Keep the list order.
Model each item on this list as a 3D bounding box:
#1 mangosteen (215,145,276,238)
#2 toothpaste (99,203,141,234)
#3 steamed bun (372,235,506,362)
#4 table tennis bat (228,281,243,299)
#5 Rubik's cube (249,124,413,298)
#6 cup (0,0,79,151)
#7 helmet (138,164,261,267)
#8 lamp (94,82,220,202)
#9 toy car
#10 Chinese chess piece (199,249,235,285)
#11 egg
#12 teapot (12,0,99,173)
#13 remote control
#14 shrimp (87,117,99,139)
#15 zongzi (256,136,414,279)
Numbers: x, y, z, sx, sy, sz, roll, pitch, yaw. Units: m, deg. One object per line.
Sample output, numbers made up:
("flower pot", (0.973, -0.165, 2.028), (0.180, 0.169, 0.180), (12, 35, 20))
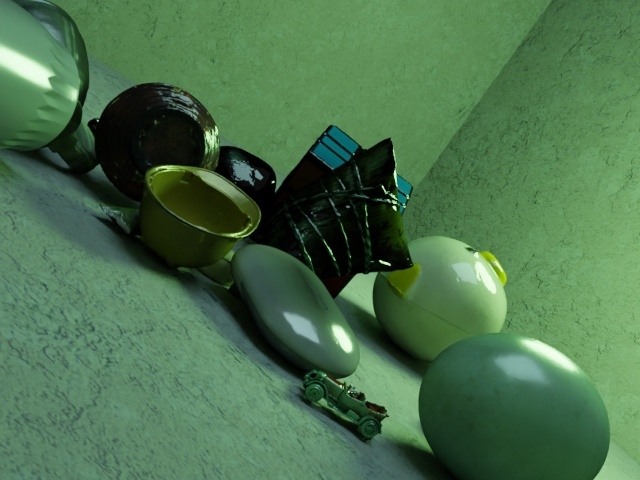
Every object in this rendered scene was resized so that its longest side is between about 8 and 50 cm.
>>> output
("mangosteen", (-0.218, -0.098, 1.925), (0.243, 0.243, 0.243), (35, 8, -5))
("toothpaste", (-0.313, -0.030, 1.676), (0.078, 0.047, 0.248), (45, 12, 18))
("steamed bun", (0.289, 0.145, 2.236), (0.334, 0.334, 0.374), (34, 2, -8))
("table tennis bat", (-0.067, 0.154, 1.721), (0.246, 0.022, 0.138), (36, 8, -8))
("Rubik's cube", (0.029, -0.075, 2.263), (0.283, 0.293, 0.288), (39, 23, -5))
("cup", (-0.544, -0.270, 1.355), (0.253, 0.253, 0.371), (38, 7, 22))
("helmet", (-0.233, -0.024, 1.607), (0.205, 0.140, 0.257), (38, 20, 12))
("lamp", (-0.314, -0.185, 1.762), (0.247, 0.247, 0.247), (35, 8, -5))
("toy car", (0.037, 0.252, 1.429), (0.143, 0.054, 0.073), (36, 7, -6))
("Chinese chess piece", (-0.199, 0.036, 1.743), (0.122, 0.051, 0.122), (37, 8, -6))
("egg", (0.330, 0.304, 1.550), (0.389, 0.276, 0.276), (32, 8, -32))
("teapot", (-0.538, -0.259, 1.698), (0.239, 0.321, 0.239), (-12, 54, -22))
("remote control", (-0.046, 0.120, 1.617), (0.221, 0.103, 0.332), (23, 21, -38))
("shrimp", (-0.449, -0.223, 2.141), (0.272, 0.085, 0.445), (32, 4, 17))
("zongzi", (0.000, 0.000, 1.950), (0.362, 0.383, 0.319), (-75, 151, -62))
